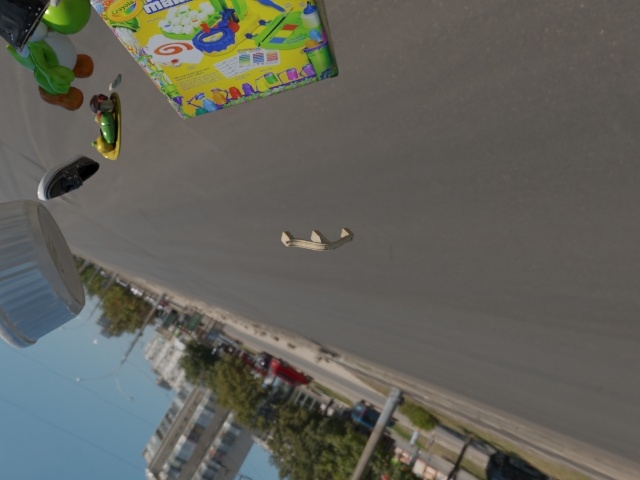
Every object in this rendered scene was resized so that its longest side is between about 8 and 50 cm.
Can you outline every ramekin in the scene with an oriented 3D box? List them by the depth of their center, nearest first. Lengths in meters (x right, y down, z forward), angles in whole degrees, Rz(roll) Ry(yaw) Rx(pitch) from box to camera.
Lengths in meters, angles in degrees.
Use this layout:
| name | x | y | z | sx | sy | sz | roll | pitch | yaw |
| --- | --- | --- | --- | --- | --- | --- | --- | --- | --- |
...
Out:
| name | x | y | z | sx | sy | sz | roll | pitch | yaw |
| --- | --- | --- | --- | --- | --- | --- | --- | --- | --- |
| ramekin | -0.535 | 0.050 | 1.041 | 0.273 | 0.127 | 0.272 | 159 | 90 | -76 |

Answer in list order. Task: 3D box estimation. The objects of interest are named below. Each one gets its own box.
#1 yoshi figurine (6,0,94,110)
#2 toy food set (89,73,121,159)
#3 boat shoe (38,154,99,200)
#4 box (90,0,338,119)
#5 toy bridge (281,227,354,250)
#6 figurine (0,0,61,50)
| name | x | y | z | sx | sy | sz | roll | pitch | yaw |
| --- | --- | --- | --- | --- | --- | --- | --- | --- | --- |
| yoshi figurine | -0.585 | -0.455 | 1.286 | 0.203 | 0.203 | 0.362 | 47 | 161 | 10 |
| toy food set | -0.573 | -0.323 | 1.496 | 0.071 | 0.217 | 0.128 | -2 | -175 | -33 |
| boat shoe | -0.721 | -0.179 | 1.649 | 0.076 | 0.228 | 0.080 | 16 | 121 | 5 |
| box | -0.150 | -0.372 | 0.894 | 0.290 | 0.177 | 0.279 | -13 | 155 | 9 |
| toy bridge | 0.000 | 0.000 | 1.334 | 0.188 | 0.026 | 0.063 | -4 | -148 | -32 |
| figurine | -0.488 | -0.419 | 0.833 | 0.209 | 0.214 | 0.092 | 33 | 135 | -27 |
